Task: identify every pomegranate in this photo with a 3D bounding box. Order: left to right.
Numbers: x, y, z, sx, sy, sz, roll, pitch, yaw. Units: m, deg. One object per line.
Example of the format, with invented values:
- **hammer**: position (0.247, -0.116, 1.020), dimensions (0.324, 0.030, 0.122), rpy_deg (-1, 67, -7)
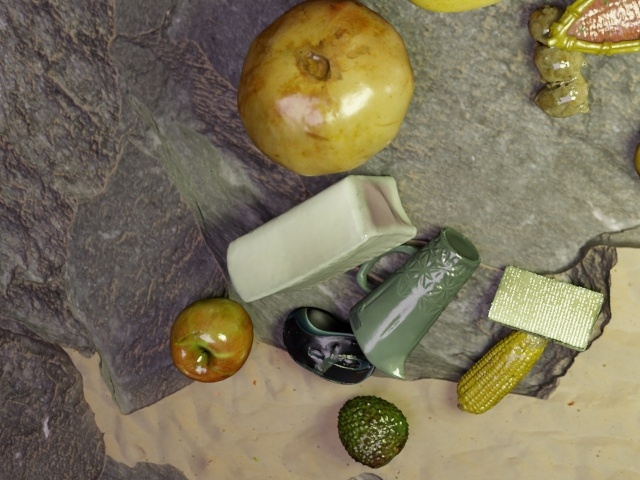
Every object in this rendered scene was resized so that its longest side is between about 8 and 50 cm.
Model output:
- **pomegranate**: position (0.015, -0.281, 1.867), dimensions (0.338, 0.338, 0.338), rpy_deg (10, 116, 22)

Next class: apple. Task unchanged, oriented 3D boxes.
- **apple**: position (-0.247, 0.223, 2.281), dimensions (0.196, 0.196, 0.195), rpy_deg (10, 116, 22)

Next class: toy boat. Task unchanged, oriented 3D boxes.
- **toy boat**: position (0.539, -0.381, 1.658), dimensions (0.318, 0.099, 0.140), rpy_deg (-9, 110, 25)

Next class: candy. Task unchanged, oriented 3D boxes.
- **candy**: position (-0.002, -0.002, 2.031), dimensions (0.359, 0.208, 0.145), rpy_deg (-28, 78, 34)

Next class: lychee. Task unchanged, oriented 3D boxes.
- **lychee**: position (0.112, 0.417, 2.204), dimensions (0.171, 0.171, 0.171), rpy_deg (10, 116, 22)

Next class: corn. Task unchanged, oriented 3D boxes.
- **corn**: position (0.368, 0.270, 2.044), dimensions (0.097, 0.097, 0.261), rpy_deg (42, 122, 4)

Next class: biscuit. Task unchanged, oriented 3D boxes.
- **biscuit**: position (0.441, 0.133, 1.948), dimensions (0.200, 0.040, 0.121), rpy_deg (19, 82, 18)

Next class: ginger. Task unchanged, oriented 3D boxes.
- **ginger**: position (0.420, -0.318, 1.765), dimensions (0.104, 0.080, 0.204), rpy_deg (0, 113, 33)

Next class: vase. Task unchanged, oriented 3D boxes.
- **vase**: position (0.189, 0.102, 2.041), dimensions (0.301, 0.156, 0.251), rpy_deg (-49, 60, 28)

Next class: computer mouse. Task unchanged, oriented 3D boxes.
- **computer mouse**: position (0.013, 0.236, 2.203), dimensions (0.233, 0.096, 0.137), rpy_deg (18, 118, 20)

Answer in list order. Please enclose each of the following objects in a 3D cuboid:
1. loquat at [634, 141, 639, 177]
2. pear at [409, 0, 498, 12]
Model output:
- **loquat**: position (0.620, -0.141, 1.711), dimensions (0.163, 0.137, 0.163), rpy_deg (27, 134, 31)
- **pear**: position (0.245, -0.535, 1.638), dimensions (0.315, 0.314, 0.314), rpy_deg (10, 116, 22)
